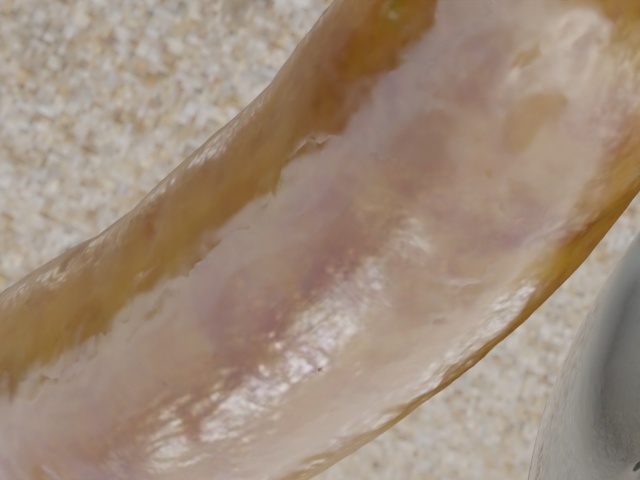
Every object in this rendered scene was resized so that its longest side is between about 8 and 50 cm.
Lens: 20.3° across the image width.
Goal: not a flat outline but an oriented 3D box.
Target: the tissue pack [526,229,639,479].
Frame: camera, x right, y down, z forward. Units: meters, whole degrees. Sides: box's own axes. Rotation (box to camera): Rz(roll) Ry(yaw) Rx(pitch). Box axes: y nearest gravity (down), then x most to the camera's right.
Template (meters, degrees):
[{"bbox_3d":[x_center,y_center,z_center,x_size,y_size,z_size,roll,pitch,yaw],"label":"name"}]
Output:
[{"bbox_3d":[0.201,0.157,0.798,0.229,0.333,0.236,15,120,2],"label":"tissue pack"}]

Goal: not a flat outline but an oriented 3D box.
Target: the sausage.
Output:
[{"bbox_3d":[-0.001,0.000,0.497,0.109,0.109,0.270,34,125,-22],"label":"sausage"}]
